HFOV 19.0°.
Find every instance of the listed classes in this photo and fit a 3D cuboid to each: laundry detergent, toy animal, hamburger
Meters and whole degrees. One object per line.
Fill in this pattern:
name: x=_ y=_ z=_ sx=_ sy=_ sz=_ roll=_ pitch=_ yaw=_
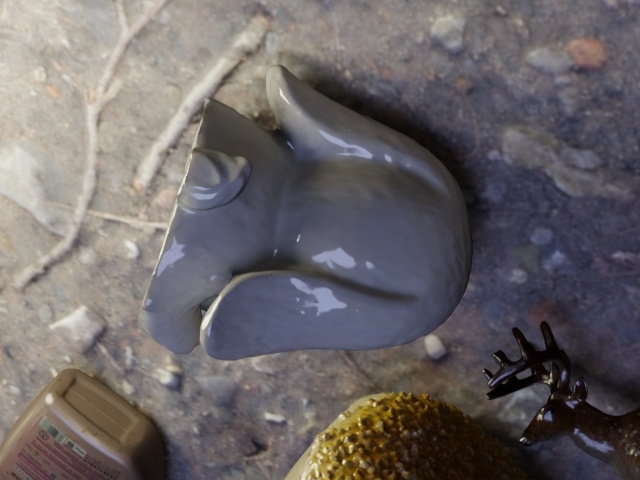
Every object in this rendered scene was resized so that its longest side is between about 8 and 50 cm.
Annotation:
laundry detergent: x=-0.260 y=0.255 z=2.014 sx=0.171 sy=0.076 sz=0.237 roll=36 pitch=130 yaw=-1
toy animal: x=0.000 y=0.000 z=1.630 sx=0.265 sy=0.272 sz=0.206 roll=18 pitch=154 yaw=-2
toy animal: x=0.293 y=0.163 z=1.671 sx=0.243 sy=0.087 sz=0.260 roll=-27 pitch=80 yaw=9
hamburger: x=0.087 y=0.280 z=1.729 sx=0.302 sy=0.302 sz=0.170 roll=42 pitch=123 yaw=-6

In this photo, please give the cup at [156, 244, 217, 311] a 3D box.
cup: x=-0.102 y=0.017 z=1.787 sx=0.077 sy=0.078 sz=0.100 roll=17 pitch=94 yaw=20
